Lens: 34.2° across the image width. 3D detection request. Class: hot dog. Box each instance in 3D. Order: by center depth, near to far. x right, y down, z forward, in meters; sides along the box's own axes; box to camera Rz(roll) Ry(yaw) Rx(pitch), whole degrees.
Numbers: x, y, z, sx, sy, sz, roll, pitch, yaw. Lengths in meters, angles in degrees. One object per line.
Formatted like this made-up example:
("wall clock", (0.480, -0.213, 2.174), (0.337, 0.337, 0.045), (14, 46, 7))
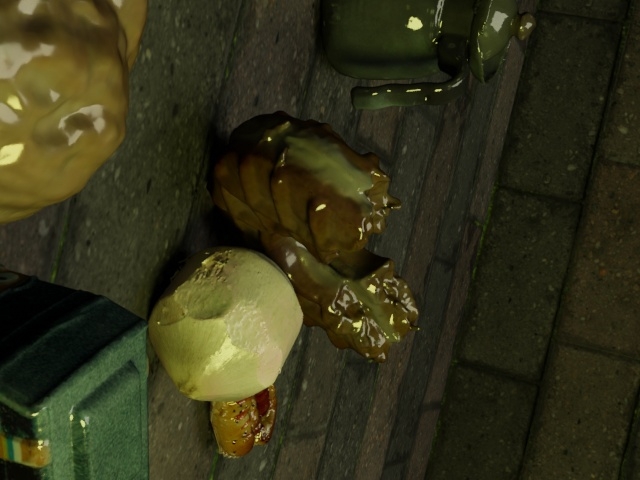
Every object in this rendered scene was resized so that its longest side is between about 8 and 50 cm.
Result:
("hot dog", (-0.105, 0.183, 1.375), (0.131, 0.069, 0.253), (-52, 147, -49))

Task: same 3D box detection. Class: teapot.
("teapot", (0.150, -0.312, 1.438), (0.305, 0.285, 0.223), (-40, 139, -61))

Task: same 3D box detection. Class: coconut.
("coconut", (-0.113, 0.100, 1.172), (0.183, 0.170, 0.171), (-58, 153, -47))

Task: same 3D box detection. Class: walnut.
("walnut", (-0.223, -0.141, 0.608), (0.227, 0.273, 0.273), (-47, 162, 9))

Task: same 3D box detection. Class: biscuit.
("biscuit", (-0.015, -0.014, 1.214), (0.115, 0.268, 0.366), (-46, 151, -21))

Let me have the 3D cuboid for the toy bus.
("toy bus", (-0.242, 0.197, 0.825), (0.162, 0.194, 0.324), (-41, 140, -57))
